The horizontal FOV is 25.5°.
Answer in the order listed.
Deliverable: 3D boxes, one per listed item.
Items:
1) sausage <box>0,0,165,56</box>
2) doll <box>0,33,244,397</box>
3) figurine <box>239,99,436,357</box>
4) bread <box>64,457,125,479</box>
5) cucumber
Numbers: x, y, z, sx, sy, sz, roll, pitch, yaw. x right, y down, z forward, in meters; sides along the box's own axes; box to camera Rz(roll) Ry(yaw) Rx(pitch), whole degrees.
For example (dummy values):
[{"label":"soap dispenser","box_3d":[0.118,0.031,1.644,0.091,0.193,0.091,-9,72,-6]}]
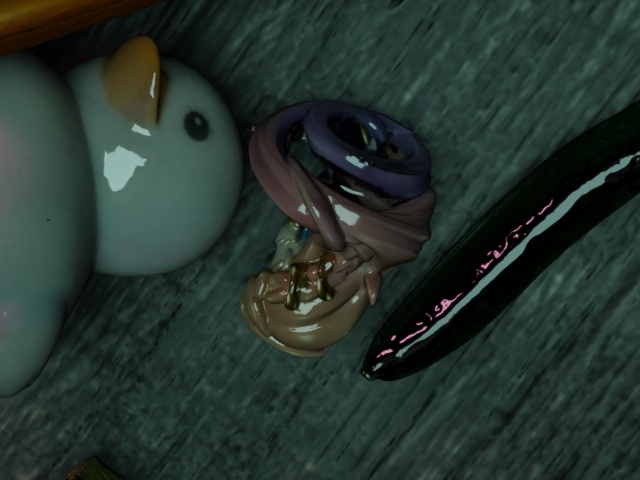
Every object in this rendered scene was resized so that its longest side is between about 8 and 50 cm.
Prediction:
[{"label":"sausage","box_3d":[-0.101,-0.230,0.698,0.287,0.233,0.233,-20,96,-17]},{"label":"doll","box_3d":[-0.156,-0.022,0.824,0.221,0.221,0.251,31,126,1]},{"label":"figurine","box_3d":[0.009,0.000,0.829,0.114,0.126,0.157,16,102,32]},{"label":"bread","box_3d":[-0.206,0.239,0.903,0.049,0.088,0.226,40,100,-2]},{"label":"cucumber","box_3d":[0.134,-0.011,0.843,0.284,0.056,0.056,-39,92,8]}]
